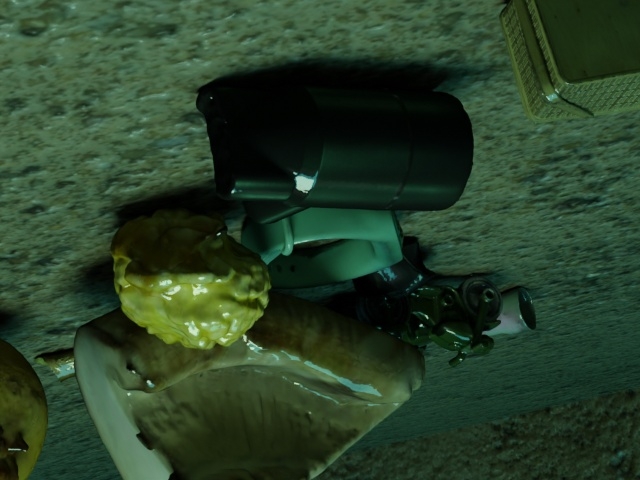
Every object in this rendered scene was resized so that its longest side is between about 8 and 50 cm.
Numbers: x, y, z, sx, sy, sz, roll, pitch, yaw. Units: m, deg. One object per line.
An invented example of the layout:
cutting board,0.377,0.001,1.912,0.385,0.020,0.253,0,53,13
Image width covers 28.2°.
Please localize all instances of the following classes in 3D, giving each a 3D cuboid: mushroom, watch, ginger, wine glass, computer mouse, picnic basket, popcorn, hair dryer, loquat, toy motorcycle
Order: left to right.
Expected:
loquat,-0.465,0.229,1.547,0.274,0.275,0.275,-11,162,-3
ginger,-0.346,0.174,1.835,0.137,0.044,0.057,-16,144,8
popcorn,-0.141,0.040,1.362,0.180,0.180,0.170,-1,124,-31
mushroom,-0.077,0.173,1.578,0.397,0.314,0.224,-27,176,-33
hair dryer,-0.035,-0.063,1.229,0.244,0.116,0.302,1,165,-29
watch,0.000,0.000,1.493,0.195,0.068,0.237,-10,166,3
computer mouse,0.094,0.047,1.694,0.105,0.062,0.192,-16,161,14
toy motorcycle,0.125,0.133,1.878,0.275,0.127,0.205,0,157,-25
wine glass,0.265,0.132,2.047,0.155,0.073,0.073,-22,160,27
picnic basket,0.236,-0.167,1.036,0.164,0.115,0.079,-8,161,-12
